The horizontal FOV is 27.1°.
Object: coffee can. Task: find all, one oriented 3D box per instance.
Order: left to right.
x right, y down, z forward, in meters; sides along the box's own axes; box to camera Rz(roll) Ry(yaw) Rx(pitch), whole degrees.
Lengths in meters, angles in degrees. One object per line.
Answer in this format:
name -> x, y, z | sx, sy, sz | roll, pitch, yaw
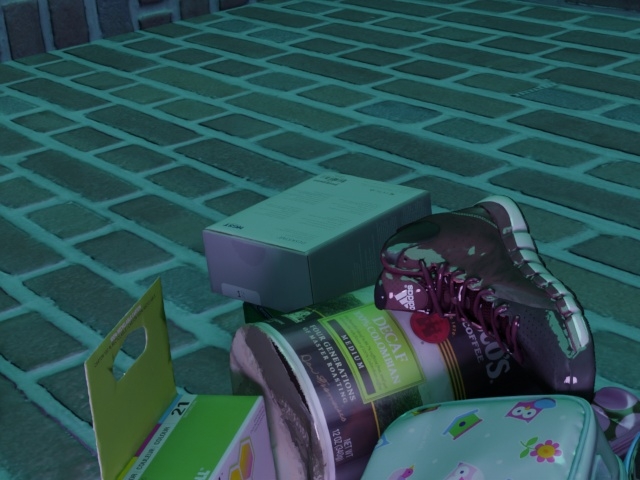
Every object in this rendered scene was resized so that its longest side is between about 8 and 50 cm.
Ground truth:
coffee can -> 0.074, 0.141, 1.345 | 0.275, 0.201, 0.201 | -17, 24, -24

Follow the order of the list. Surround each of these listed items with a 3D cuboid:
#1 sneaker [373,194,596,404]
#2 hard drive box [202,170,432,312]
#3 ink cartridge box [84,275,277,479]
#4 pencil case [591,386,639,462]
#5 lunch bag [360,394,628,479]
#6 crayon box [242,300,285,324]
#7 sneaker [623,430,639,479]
sneaker -> 0.137, 0.067, 1.224 | 0.163, 0.106, 0.281 | -8, 34, -9
hard drive box -> 0.000, 0.000, 1.651 | 0.181, 0.089, 0.232 | 13, 29, 42
ink cartridge box -> -0.121, 0.185, 1.210 | 0.097, 0.255, 0.189 | 0, 23, 16
pencil case -> 0.239, 0.211, 1.275 | 0.209, 0.095, 0.098 | -24, -7, -35
lunch bag -> 0.127, 0.251, 1.067 | 0.224, 0.107, 0.279 | -9, 34, 32
crayon box -> 0.051, 0.071, 1.692 | 0.165, 0.081, 0.278 | 8, 25, 34
sneaker -> 0.301, 0.232, 1.093 | 0.078, 0.067, 0.188 | -30, 35, 21
